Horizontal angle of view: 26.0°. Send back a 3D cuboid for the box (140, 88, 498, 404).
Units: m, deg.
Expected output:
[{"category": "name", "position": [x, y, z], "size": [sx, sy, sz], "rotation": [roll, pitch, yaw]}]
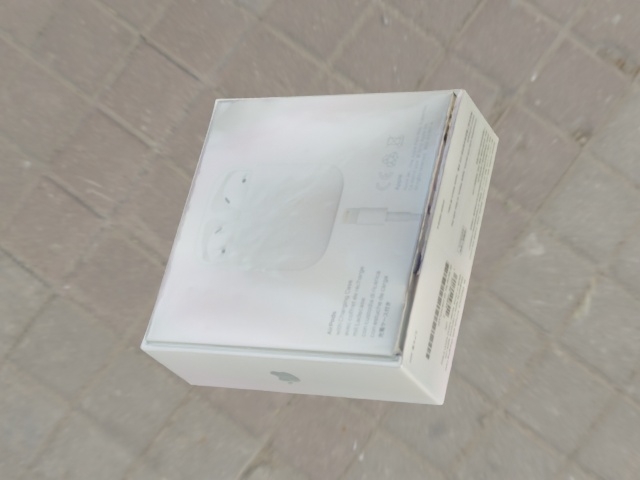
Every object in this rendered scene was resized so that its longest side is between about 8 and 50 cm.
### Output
[{"category": "box", "position": [0.000, 0.000, 0.618], "size": [0.129, 0.051, 0.130], "rotation": [1, 63, 30]}]
